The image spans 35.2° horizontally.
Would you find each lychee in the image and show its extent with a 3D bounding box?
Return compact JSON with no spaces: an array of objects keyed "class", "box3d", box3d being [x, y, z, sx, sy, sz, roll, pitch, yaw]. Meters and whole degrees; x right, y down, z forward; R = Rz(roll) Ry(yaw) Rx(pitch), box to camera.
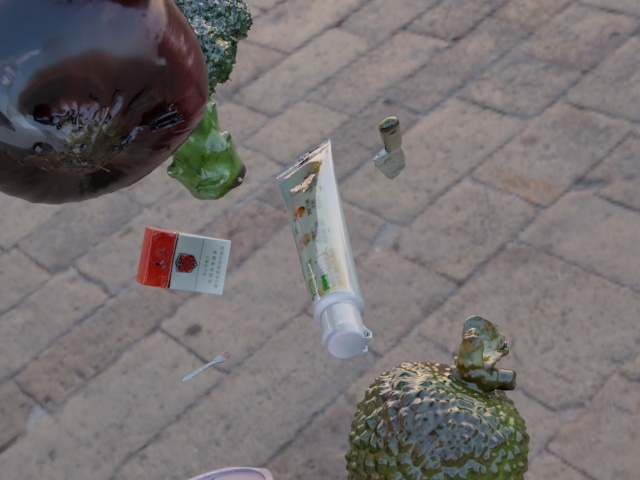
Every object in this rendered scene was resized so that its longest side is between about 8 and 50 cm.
[{"class":"lychee","box3d":[0.178,0.294,1.487,0.320,0.270,0.270,-39,32,23]}]

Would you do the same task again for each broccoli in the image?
[{"class":"broccoli","box3d":[-0.206,-0.195,1.268,0.297,0.297,0.298,-15,34,11]}]

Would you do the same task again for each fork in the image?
[{"class":"fork","box3d":[-0.213,0.236,1.891,0.115,0.012,0.016,-26,77,-33]}]

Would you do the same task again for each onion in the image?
[{"class":"onion","box3d":[-0.258,-0.176,1.017,0.273,0.273,0.285,-21,55,-3]}]

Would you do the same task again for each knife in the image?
[{"class":"knife","box3d":[0.089,-0.114,1.319,0.047,0.298,0.017,-35,81,2]}]

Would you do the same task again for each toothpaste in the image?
[{"class":"toothpaste","box3d":[0.000,0.000,1.067,0.058,0.056,0.314,2,39,-12]}]

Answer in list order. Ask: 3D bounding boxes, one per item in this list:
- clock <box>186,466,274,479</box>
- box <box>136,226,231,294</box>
[{"class":"clock","box3d":[-0.154,0.400,1.466,0.196,0.068,0.197,-15,9,2]},{"class":"box","box3d":[-0.239,0.036,1.771,0.152,0.100,0.048,9,0,-32]}]
